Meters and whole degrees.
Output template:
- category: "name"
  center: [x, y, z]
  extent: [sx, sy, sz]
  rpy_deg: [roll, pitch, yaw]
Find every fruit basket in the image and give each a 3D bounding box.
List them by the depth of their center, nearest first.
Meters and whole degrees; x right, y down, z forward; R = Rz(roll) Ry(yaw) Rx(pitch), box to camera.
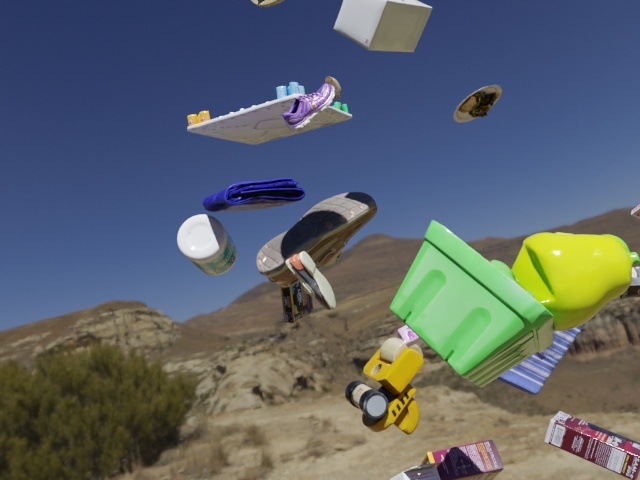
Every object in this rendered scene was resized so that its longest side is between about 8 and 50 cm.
- category: "fruit basket"
  center: [0.348, 0.082, 1.030]
  extent: [0.392, 0.283, 0.392]
  rpy_deg: [-34, -30, -23]

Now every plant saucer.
- category: "plant saucer"
  center: [0.046, -0.500, 1.864]
  extent: [0.015, 0.083, 0.083]
  rpy_deg: [-33, -6, -13]

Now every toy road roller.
- category: "toy road roller"
  center: [0.269, 0.538, 2.051]
  extent: [0.329, 0.240, 0.202]
  rpy_deg: [-50, 12, -12]

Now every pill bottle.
- category: "pill bottle"
  center: [-0.346, 0.025, 1.801]
  extent: [0.146, 0.146, 0.264]
  rpy_deg: [-14, -16, 0]

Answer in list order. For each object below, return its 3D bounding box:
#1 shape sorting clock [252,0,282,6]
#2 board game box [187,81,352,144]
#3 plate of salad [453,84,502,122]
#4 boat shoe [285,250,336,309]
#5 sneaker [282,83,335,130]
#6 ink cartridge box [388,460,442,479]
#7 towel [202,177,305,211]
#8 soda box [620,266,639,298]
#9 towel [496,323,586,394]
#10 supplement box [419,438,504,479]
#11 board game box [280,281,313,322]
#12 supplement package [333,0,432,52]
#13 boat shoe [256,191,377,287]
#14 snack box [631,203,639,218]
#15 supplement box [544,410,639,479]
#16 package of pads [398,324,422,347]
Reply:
- category: "shape sorting clock"
  center: [-0.053, -0.512, 1.043]
  extent: [0.206, 0.206, 0.040]
  rpy_deg: [-22, -37, 37]
- category: "board game box"
  center: [-0.151, -0.386, 1.789]
  extent: [0.390, 0.050, 0.390]
  rpy_deg: [-10, -2, 26]
- category: "plate of salad"
  center: [0.591, -0.501, 2.129]
  extent: [0.200, 0.048, 0.200]
  rpy_deg: [-22, -22, -10]
- category: "boat shoe"
  center: [-0.017, 0.085, 1.130]
  extent: [0.043, 0.137, 0.049]
  rpy_deg: [-27, 17, 21]
- category: "sneaker"
  center: [-0.030, -0.363, 1.511]
  extent: [0.170, 0.071, 0.068]
  rpy_deg: [-46, 32, -17]
- category: "ink cartridge box"
  center: [0.230, 0.615, 1.428]
  extent: [0.104, 0.061, 0.181]
  rpy_deg: [1, -36, -28]
- category: "towel"
  center: [-0.201, -0.131, 1.631]
  extent: [0.227, 0.076, 0.308]
  rpy_deg: [-5, 1, -23]
- category: "soda box"
  center: [0.814, 0.098, 1.382]
  extent: [0.169, 0.060, 0.053]
  rpy_deg: [-6, -42, 26]
- category: "towel"
  center: [0.703, 0.332, 1.843]
  extent: [0.243, 0.336, 0.040]
  rpy_deg: [27, 10, -19]
- category: "supplement box"
  center: [0.371, 0.598, 1.509]
  extent: [0.188, 0.081, 0.104]
  rpy_deg: [-7, -38, -11]
- category: "board game box"
  center: [-0.090, 0.215, 2.209]
  extent: [0.048, 0.170, 0.141]
  rpy_deg: [3, 15, 34]
- category: "supplement package"
  center: [0.134, -0.470, 1.210]
  extent: [0.179, 0.105, 0.105]
  rpy_deg: [-20, -39, -48]
- category: "boat shoe"
  center: [0.000, 0.000, 1.391]
  extent: [0.324, 0.123, 0.116]
  rpy_deg: [-32, -50, 6]
- category: "snack box"
  center: [0.990, -0.111, 1.662]
  extent: [0.064, 0.022, 0.178]
  rpy_deg: [26, -29, 4]
- category: "supplement box"
  center: [0.771, 0.571, 1.604]
  extent: [0.239, 0.073, 0.130]
  rpy_deg: [18, 7, 33]
- category: "package of pads"
  center: [0.242, 0.229, 1.436]
  extent: [0.083, 0.050, 0.032]
  rpy_deg: [-29, -44, 1]
